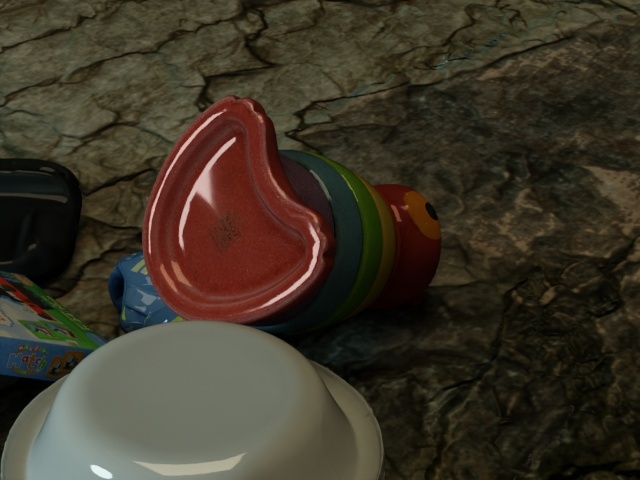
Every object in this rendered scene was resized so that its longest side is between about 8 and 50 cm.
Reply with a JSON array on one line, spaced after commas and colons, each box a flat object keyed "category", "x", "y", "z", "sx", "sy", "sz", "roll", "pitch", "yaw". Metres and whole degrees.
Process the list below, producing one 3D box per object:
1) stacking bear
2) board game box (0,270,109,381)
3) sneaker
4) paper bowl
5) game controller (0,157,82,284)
[{"category": "stacking bear", "x": 0.000, "y": 0.000, "z": 1.610, "sx": 0.289, "sy": 0.164, "sz": 0.175, "roll": 6, "pitch": 49, "yaw": -55}, {"category": "board game box", "x": -0.291, "y": 0.063, "z": 1.586, "sx": 0.211, "sy": 0.039, "sz": 0.160, "roll": 11, "pitch": 16, "yaw": -48}, {"category": "sneaker", "x": -0.120, "y": 0.009, "z": 1.711, "sx": 0.126, "sy": 0.091, "sz": 0.240, "roll": 3, "pitch": 34, "yaw": 7}, {"category": "paper bowl", "x": -0.094, "y": 0.167, "z": 1.416, "sx": 0.284, "sy": 0.148, "sz": 0.284, "roll": -1, "pitch": 34, "yaw": 0}, {"category": "game controller", "x": -0.388, "y": -0.016, "z": 1.799, "sx": 0.319, "sy": 0.067, "sz": 0.166, "roll": 0, "pitch": 47, "yaw": 2}]
